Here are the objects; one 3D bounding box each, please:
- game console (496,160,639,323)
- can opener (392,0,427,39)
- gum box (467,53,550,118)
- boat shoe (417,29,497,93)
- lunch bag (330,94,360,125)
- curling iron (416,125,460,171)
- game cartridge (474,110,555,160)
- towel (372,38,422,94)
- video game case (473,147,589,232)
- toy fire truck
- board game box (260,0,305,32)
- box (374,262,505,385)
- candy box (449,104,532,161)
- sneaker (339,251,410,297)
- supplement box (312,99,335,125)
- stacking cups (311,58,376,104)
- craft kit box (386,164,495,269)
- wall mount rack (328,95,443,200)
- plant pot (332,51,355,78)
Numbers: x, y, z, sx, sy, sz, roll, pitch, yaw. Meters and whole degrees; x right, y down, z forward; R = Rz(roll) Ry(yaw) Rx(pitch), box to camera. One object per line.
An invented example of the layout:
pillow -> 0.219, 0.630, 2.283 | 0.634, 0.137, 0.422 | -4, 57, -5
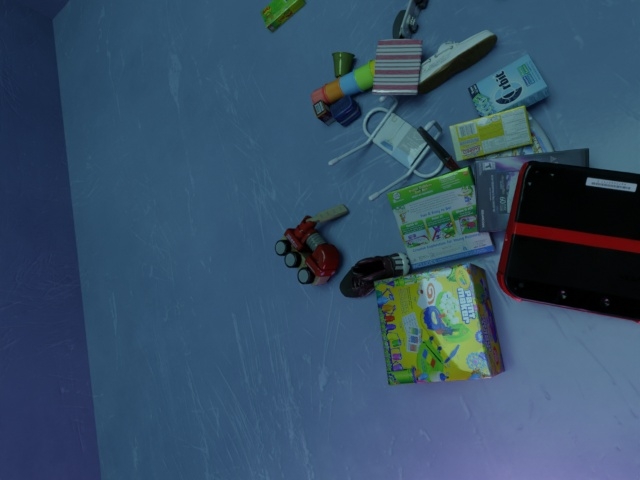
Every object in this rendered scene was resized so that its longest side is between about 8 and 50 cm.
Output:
game console -> 0.640, 0.006, 1.085 | 0.386, 0.060, 0.343 | 10, 100, 11
can opener -> 0.311, -0.808, 1.536 | 0.093, 0.074, 0.281 | 23, 94, 34
gum box -> 0.533, -0.426, 1.319 | 0.184, 0.041, 0.157 | -26, 48, 26
boat shoe -> 0.399, -0.570, 1.424 | 0.277, 0.098, 0.096 | -27, 69, 27
lunch bag -> 0.093, -0.457, 1.621 | 0.098, 0.065, 0.067 | -31, 51, 26
curling iron -> 0.374, -0.225, 1.347 | 0.035, 0.068, 0.274 | -36, 90, 42
game cartridge -> 0.550, -0.220, 1.296 | 0.198, 0.062, 0.298 | -28, 68, 30
towel -> 0.244, -0.547, 1.461 | 0.144, 0.029, 0.197 | 5, 78, 14
video game case -> 0.551, -0.127, 1.209 | 0.273, 0.026, 0.196 | -4, 102, 16
toy fire truck -> 0.000, 0.000, 1.569 | 0.217, 0.158, 0.246 | 49, 118, 29
board game box -> -0.154, -0.945, 1.874 | 0.181, 0.043, 0.092 | -30, 67, 25
box -> 0.327, 0.237, 1.284 | 0.279, 0.177, 0.290 | -14, 74, 30
candy box -> 0.473, -0.296, 1.288 | 0.205, 0.027, 0.105 | -10, 105, 31
sneaker -> 0.123, 0.104, 1.422 | 0.281, 0.162, 0.107 | -32, 66, 40
supplement box -> 0.015, -0.459, 1.658 | 0.043, 0.083, 0.055 | -29, 68, 25
stacking cups -> 0.106, -0.552, 1.609 | 0.316, 0.096, 0.096 | -12, 75, 30
craft kit box -> 0.348, -0.062, 1.342 | 0.249, 0.061, 0.247 | -16, 100, 29
wall mount rack -> 0.208, -0.295, 1.479 | 0.350, 0.130, 0.304 | 45, 106, 31
plant pot -> 0.079, -0.625, 1.656 | 0.083, 0.083, 0.079 | 10, 99, 33
